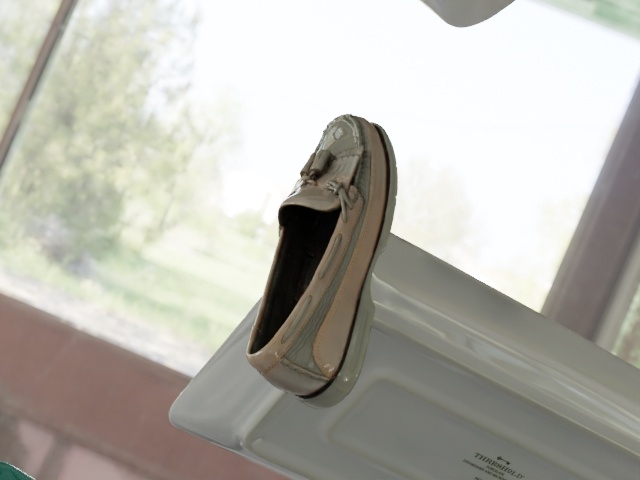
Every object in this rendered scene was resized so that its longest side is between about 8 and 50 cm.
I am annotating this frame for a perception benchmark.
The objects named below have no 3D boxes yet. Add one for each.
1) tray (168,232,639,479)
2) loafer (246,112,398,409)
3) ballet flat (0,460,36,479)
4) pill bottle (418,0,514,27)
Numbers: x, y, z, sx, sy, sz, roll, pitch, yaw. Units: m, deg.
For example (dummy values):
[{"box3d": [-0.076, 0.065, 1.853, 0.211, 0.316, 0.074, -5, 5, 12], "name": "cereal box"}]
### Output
[{"box3d": [0.077, 0.100, 0.645, 0.270, 0.145, 0.030, 28, 30, -21], "name": "tray"}, {"box3d": [0.000, 0.000, 0.520, 0.039, 0.125, 0.045, 29, -36, -30], "name": "loafer"}, {"box3d": [-0.210, 0.274, 1.183, 0.232, 0.073, 0.080, 34, 36, 13], "name": "ballet flat"}, {"box3d": [0.010, -0.232, 0.683, 0.264, 0.153, 0.153, 42, 6, 18], "name": "pill bottle"}]
